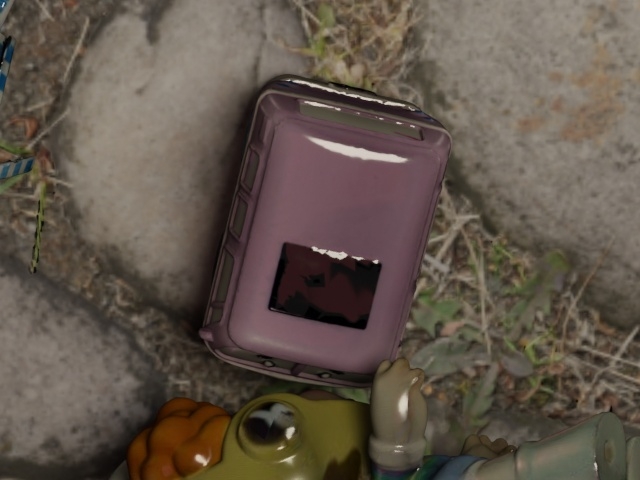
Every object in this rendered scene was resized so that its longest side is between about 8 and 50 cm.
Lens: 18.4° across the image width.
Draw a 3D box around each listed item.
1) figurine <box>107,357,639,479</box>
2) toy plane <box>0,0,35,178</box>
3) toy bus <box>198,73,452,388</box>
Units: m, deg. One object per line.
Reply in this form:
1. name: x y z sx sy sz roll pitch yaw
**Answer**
1. figurine: 0.022 0.185 1.298 0.224 0.382 0.205 24 58 -36
2. toy plane: -0.244 -0.119 1.313 0.107 0.182 0.273 25 102 21
3. toy bus: 0.000 0.000 1.356 0.142 0.142 0.202 12 104 -9
